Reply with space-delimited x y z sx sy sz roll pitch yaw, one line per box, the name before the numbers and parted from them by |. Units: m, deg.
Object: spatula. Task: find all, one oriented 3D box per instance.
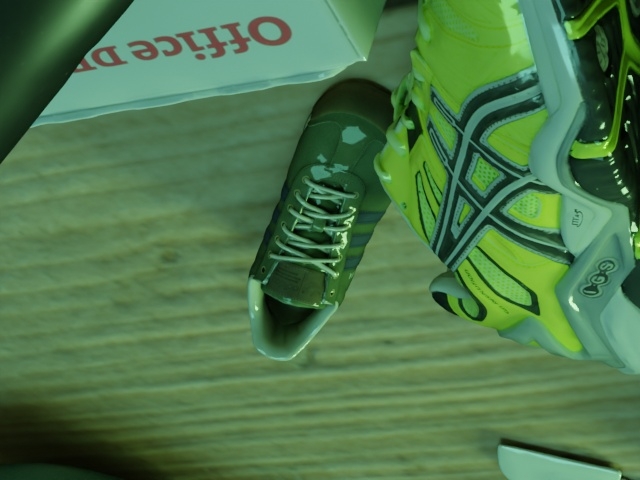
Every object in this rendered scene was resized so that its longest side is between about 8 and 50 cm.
spatula | 0.236 0.215 1.287 0.242 0.019 0.168 12 138 8

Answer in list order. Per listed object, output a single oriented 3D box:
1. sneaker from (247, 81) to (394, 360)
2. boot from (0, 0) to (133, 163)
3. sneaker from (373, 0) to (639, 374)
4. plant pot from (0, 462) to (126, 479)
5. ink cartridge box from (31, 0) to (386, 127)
sneaker | 0.000 0.000 1.053 0.064 0.086 0.192 20 143 -2
boot | -0.047 -0.129 0.650 0.367 0.146 0.445 37 101 -28
sneaker | 0.089 -0.061 0.890 0.147 0.145 0.384 2 139 21
plant pot | -0.163 0.302 1.386 0.196 0.293 0.293 -6 144 -10
ink cartridge box | -0.125 -0.207 0.806 0.226 0.131 0.306 -5 139 28
